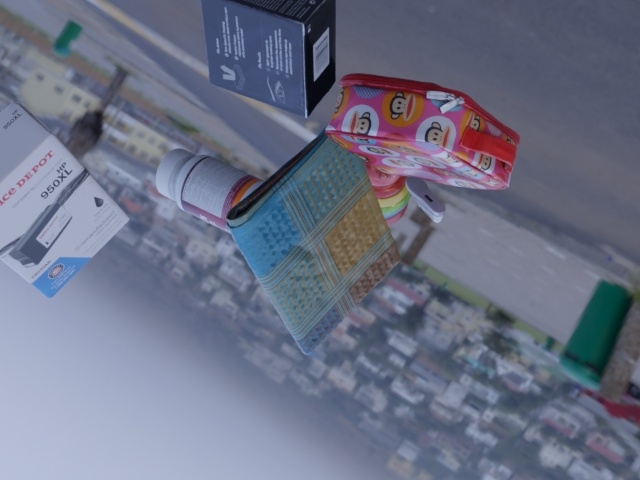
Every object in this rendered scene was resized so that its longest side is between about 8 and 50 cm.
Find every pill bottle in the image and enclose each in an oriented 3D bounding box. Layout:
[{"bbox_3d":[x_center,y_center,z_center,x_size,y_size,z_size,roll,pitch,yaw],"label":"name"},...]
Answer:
[{"bbox_3d":[-0.205,-0.094,1.917,0.221,0.121,0.121,25,178,26],"label":"pill bottle"}]

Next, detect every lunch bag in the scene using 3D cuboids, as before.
[{"bbox_3d":[0.178,-0.158,1.525,0.258,0.120,0.293,14,177,34],"label":"lunch bag"}]

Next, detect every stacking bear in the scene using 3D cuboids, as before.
[{"bbox_3d":[0.128,-0.141,2.204,0.164,0.176,0.289,11,164,4],"label":"stacking bear"}]

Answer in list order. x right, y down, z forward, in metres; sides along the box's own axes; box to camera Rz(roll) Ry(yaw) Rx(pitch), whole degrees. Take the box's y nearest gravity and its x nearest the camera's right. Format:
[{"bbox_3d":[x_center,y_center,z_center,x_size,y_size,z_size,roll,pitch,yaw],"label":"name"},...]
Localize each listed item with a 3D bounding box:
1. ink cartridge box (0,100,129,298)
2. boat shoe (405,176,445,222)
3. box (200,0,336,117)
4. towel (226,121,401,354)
[{"bbox_3d":[-0.668,-0.085,2.297,0.166,0.285,0.395,37,169,31],"label":"ink cartridge box"},{"bbox_3d":[0.179,-0.069,1.705,0.100,0.035,0.035,49,149,30],"label":"boat shoe"},{"bbox_3d":[-0.067,-0.268,1.308,0.158,0.093,0.156,22,142,18],"label":"box"},{"bbox_3d":[0.000,0.000,1.695,0.040,0.271,0.370,31,157,40],"label":"towel"}]
